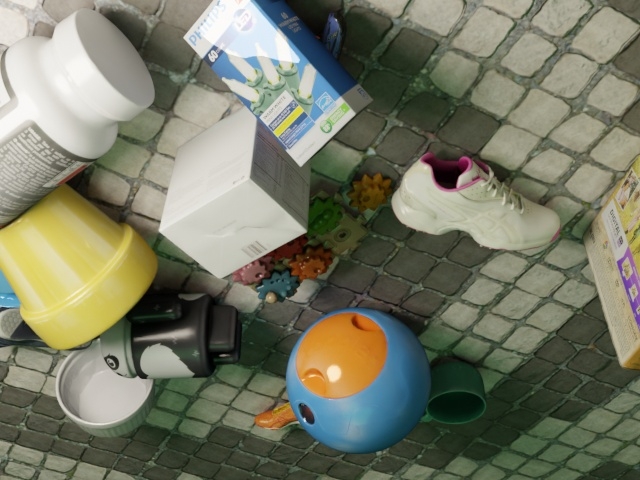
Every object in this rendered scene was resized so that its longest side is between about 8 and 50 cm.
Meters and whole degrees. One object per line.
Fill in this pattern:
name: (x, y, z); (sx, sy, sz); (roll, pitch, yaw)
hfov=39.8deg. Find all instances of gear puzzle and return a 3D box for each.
gear puzzle: (0.000, 0.000, 1.606); (0.339, 0.044, 0.175); (-37, 135, 13)

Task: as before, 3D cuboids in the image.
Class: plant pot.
plant pot: (-0.458, 0.024, 1.565); (0.254, 0.254, 0.239); (-23, 121, 23)

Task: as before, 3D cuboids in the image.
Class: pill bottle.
pill bottle: (-0.447, -0.180, 1.361); (0.363, 0.210, 0.210); (-31, 127, 17)

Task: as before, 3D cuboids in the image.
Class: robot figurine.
robot figurine: (-0.300, 0.194, 1.770); (0.278, 0.173, 0.209); (-2, 108, 3)

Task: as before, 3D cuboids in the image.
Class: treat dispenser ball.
treat dispenser ball: (0.075, 0.277, 1.758); (0.288, 0.288, 0.288); (1, 135, 1)

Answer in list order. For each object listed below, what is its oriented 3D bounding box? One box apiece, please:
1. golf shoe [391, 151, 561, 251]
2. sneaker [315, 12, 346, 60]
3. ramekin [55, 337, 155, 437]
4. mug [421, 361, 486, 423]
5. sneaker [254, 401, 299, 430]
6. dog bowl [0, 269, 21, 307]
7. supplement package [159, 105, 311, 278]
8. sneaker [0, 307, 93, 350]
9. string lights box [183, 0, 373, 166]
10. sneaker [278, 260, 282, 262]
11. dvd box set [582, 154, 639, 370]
golf shoe: (0.283, -0.067, 1.532); (0.306, 0.115, 0.140); (9, 132, -9)
sneaker: (-0.032, -0.264, 1.370); (0.087, 0.083, 0.221); (28, 127, -13)
ramekin: (-0.451, 0.320, 1.892); (0.207, 0.207, 0.109); (2, 144, 0)
mug: (0.279, 0.327, 1.936); (0.157, 0.097, 0.129); (-8, 135, 11)
sneaker: (-0.071, 0.397, 2.060); (0.175, 0.064, 0.067); (-12, 114, 7)
dog bowl: (-0.630, 0.005, 1.666); (0.165, 0.074, 0.297); (-13, 134, 15)
supplement package: (-0.134, -0.085, 1.463); (0.194, 0.203, 0.149); (-27, 129, 27)
sneaker: (-0.606, 0.188, 1.848); (0.163, 0.086, 0.226); (-12, 158, 41)
string lights box: (-0.062, -0.253, 1.304); (0.260, 0.077, 0.133); (47, 125, -2)
sneaker: (-0.112, 0.006, 1.651); (0.071, 0.066, 0.188); (-28, 128, 27)
dvd box set: (0.572, -0.035, 1.414); (0.062, 0.308, 0.420); (10, 134, -12)
